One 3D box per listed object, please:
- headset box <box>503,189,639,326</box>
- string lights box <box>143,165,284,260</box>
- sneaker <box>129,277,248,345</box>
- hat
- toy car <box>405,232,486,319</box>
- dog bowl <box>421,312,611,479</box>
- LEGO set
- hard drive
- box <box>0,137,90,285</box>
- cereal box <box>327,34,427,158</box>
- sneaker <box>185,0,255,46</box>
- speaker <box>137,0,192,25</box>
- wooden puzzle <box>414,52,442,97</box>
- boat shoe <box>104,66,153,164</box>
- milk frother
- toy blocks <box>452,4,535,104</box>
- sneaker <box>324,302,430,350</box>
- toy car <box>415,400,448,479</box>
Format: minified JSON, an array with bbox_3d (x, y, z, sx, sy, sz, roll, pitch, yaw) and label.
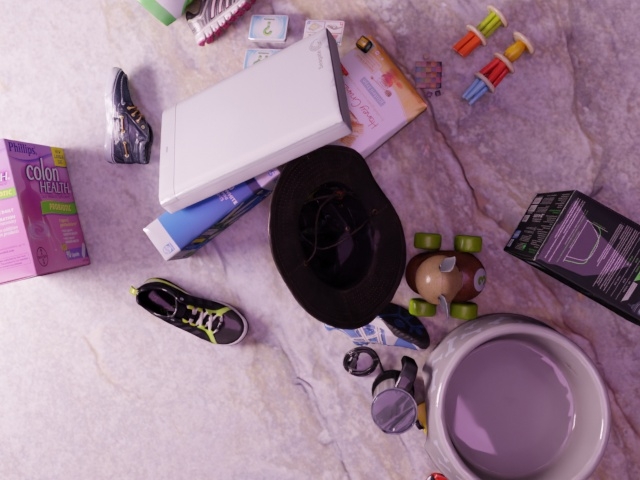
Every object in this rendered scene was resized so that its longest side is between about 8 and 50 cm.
[{"bbox_3d":[0.487,0.039,1.145,0.283,0.246,0.131,30,95,2],"label":"headset box"},{"bbox_3d":[-0.186,-0.070,1.251,0.260,0.133,0.077,-37,87,6],"label":"string lights box"},{"bbox_3d":[-0.254,0.144,1.287,0.235,0.097,0.084,21,95,3],"label":"sneaker"},{"bbox_3d":[0.000,0.000,1.210,0.134,0.331,0.331,-10,93,46],"label":"hat"},{"bbox_3d":[0.227,0.070,1.196,0.149,0.188,0.155,3,94,5],"label":"toy car"},{"bbox_3d":[0.349,0.302,1.205,0.349,0.102,0.349,0,81,-1],"label":"dog bowl"},{"bbox_3d":[-0.033,-0.326,1.230,0.244,0.060,0.182,8,86,17],"label":"LEGO set"},{"bbox_3d":[-0.124,-0.208,1.170,0.353,0.047,0.233,-21,52,19],"label":"hard drive"},{"bbox_3d":[-0.548,-0.050,1.243,0.117,0.213,0.243,-14,91,6],"label":"box"},{"bbox_3d":[0.053,-0.238,1.264,0.240,0.047,0.173,-39,89,6],"label":"cereal box"},{"bbox_3d":[-0.185,-0.445,1.264,0.170,0.063,0.075,-38,96,11],"label":"sneaker"},{"bbox_3d":[-0.229,-0.542,1.232,0.131,0.131,0.296,42,96,1],"label":"speaker"},{"bbox_3d":[0.202,-0.310,1.268,0.049,0.006,0.083,2,94,5],"label":"wooden puzzle"},{"bbox_3d":[-0.363,-0.236,1.296,0.083,0.065,0.183,5,100,3],"label":"boat shoe"},{"bbox_3d":[0.107,0.270,1.245,0.143,0.135,0.129,5,93,5],"label":"milk frother"},{"bbox_3d":[0.295,-0.335,1.235,0.148,0.054,0.123,-45,90,6],"label":"toy blocks"},{"bbox_3d":[0.105,0.162,1.279,0.211,0.080,0.081,23,120,1],"label":"sneaker"},{"bbox_3d":[0.284,0.414,1.280,0.225,0.053,0.239,-1,94,5],"label":"toy car"}]
